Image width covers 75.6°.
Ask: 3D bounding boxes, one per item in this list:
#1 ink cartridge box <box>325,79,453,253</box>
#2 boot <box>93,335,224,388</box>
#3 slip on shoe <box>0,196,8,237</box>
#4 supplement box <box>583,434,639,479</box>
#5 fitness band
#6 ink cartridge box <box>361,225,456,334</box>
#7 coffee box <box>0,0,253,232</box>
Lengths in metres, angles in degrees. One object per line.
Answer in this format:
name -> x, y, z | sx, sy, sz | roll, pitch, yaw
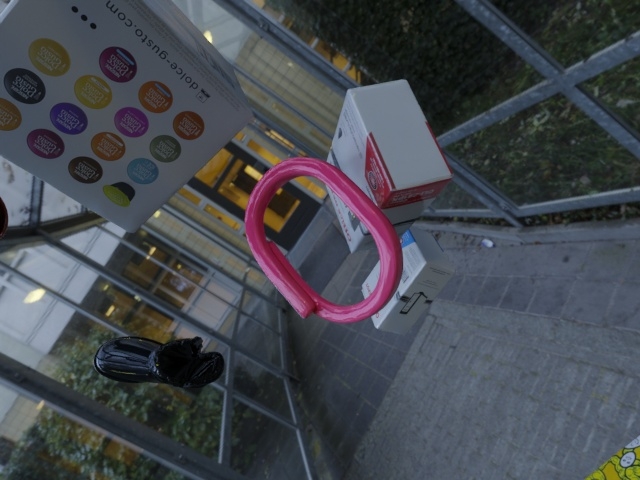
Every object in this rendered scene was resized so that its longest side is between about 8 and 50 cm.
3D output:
ink cartridge box -> 0.103, -0.119, 0.764 | 0.114, 0.197, 0.273 | -15, -19, -14
boot -> -0.314, 0.227, 0.791 | 0.207, 0.246, 0.094 | 129, 154, -61
slip on shoe -> -0.266, 0.001, 0.228 | 0.101, 0.123, 0.331 | -22, 18, -19
supplement box -> 0.370, 0.184, 0.241 | 0.356, 0.195, 0.194 | -50, -1, 12
fitness band -> 0.000, 0.000, 0.665 | 0.209, 0.291, 0.054 | -47, -18, 19
ink cartridge box -> 0.191, 0.090, 0.938 | 0.203, 0.086, 0.148 | -60, 24, 29
coffee box -> -0.377, -0.290, 0.768 | 0.334, 0.337, 0.338 | -40, 39, 11
